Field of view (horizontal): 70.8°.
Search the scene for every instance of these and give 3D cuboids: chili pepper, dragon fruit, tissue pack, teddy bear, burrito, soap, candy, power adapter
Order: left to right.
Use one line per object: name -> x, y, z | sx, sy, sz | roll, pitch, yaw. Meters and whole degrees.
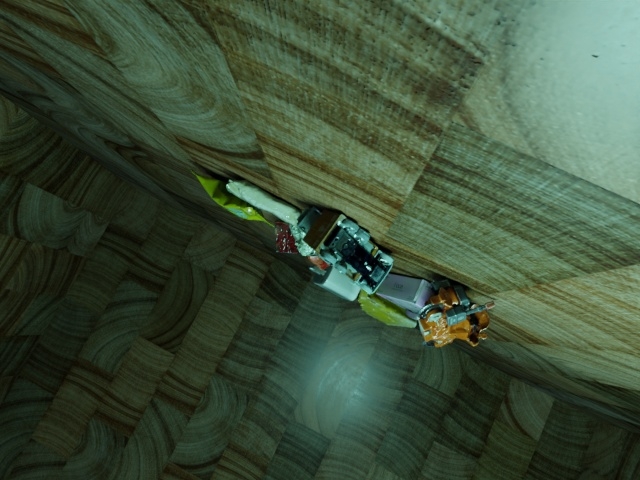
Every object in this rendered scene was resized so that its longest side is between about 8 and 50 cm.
candy -> -0.296, -0.140, 1.505 | 0.297, 0.081, 0.187 | 33, -178, 25
burrito -> -0.161, -0.116, 1.390 | 0.275, 0.059, 0.082 | 28, -178, 0
dragon fruit -> -0.112, -0.016, 1.744 | 0.127, 0.121, 0.161 | 4, -174, 4
teddy bear -> -0.015, 0.014, 1.527 | 0.213, 0.111, 0.133 | 33, 173, -27
chili pepper -> -0.012, 0.043, 1.764 | 0.084, 0.086, 0.192 | -11, 137, 31
power adapter -> 0.060, 0.189, 2.254 | 0.255, 0.124, 0.187 | 31, 169, -18
soap -> 0.205, 0.217, 1.858 | 0.338, 0.170, 0.304 | 33, 159, -31
tissue pack -> 0.328, 0.192, 1.593 | 0.148, 0.093, 0.246 | 29, 171, -23

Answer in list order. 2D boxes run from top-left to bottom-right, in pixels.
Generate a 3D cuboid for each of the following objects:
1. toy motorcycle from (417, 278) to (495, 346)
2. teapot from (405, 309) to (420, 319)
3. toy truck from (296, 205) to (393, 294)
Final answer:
toy motorcycle -> 0.410, 0.238, 1.382 | 0.326, 0.221, 0.148 | 66, -176, -52
teapot -> 0.405, 0.278, 1.731 | 0.116, 0.148, 0.146 | 64, 166, -23
toy truck -> 0.077, 0.032, 1.325 | 0.184, 0.133, 0.338 | 32, 174, 47
